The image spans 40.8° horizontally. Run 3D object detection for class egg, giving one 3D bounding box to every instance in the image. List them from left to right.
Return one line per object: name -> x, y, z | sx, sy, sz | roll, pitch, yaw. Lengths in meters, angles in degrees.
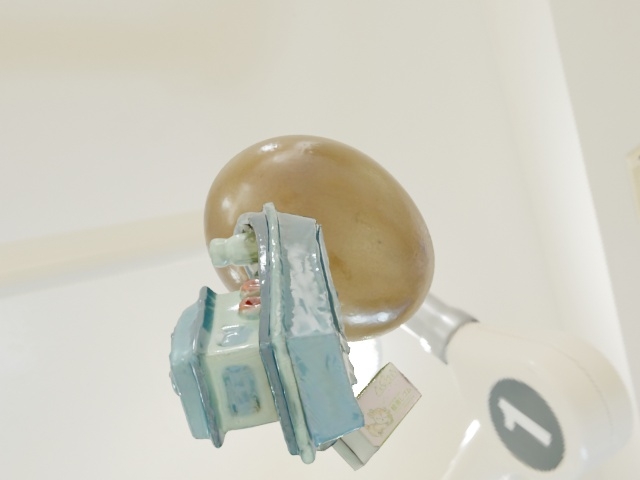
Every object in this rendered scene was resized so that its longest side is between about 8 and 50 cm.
egg -> 0.000, 0.000, 1.245 | 0.351, 0.282, 0.282 | 27, -83, -8

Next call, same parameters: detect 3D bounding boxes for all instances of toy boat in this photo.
toy boat -> -0.036, 0.042, 0.530 | 0.098, 0.238, 0.109 | -13, -68, 2

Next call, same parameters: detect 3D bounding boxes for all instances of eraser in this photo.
eraser -> 0.039, 0.130, 0.639 | 0.083, 0.038, 0.019 | -40, -3, -41
